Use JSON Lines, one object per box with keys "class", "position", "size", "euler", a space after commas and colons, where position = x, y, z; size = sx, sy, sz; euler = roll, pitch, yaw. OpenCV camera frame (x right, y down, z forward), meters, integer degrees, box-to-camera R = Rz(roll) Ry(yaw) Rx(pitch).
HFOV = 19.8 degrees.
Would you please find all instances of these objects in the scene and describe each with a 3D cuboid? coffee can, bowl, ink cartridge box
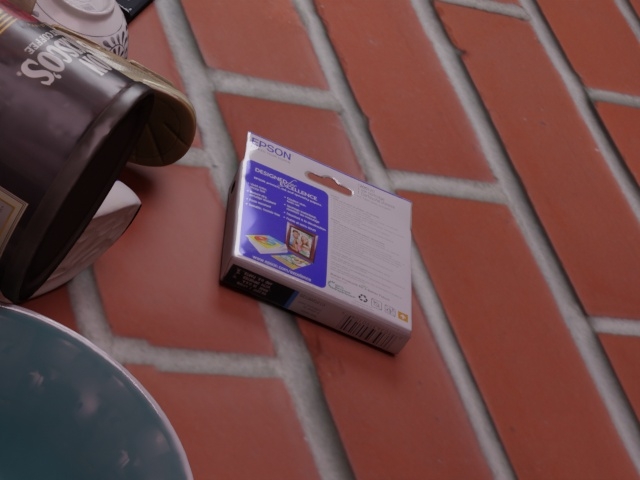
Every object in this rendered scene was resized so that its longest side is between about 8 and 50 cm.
{"class": "coffee can", "position": [-0.299, -0.106, 1.445], "size": [0.275, 0.201, 0.201], "euler": [32, 36, 0]}
{"class": "bowl", "position": [-0.265, -0.234, 1.924], "size": [0.170, 0.080, 0.170], "euler": [21, 38, -18]}
{"class": "ink cartridge box", "position": [0.000, 0.000, 1.899], "size": [0.206, 0.045, 0.208], "euler": [23, 38, -16]}
{"class": "bowl", "position": [-0.263, 0.208, 1.352], "size": [0.311, 0.163, 0.312], "euler": [22, 37, -18]}

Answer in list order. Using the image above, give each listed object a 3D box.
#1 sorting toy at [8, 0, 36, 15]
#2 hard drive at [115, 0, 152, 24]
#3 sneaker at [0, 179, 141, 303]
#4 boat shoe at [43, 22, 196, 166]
{"class": "sorting toy", "position": [-0.416, -0.321, 1.706], "size": [0.255, 0.089, 0.257], "euler": [22, -2, 26]}
{"class": "hard drive", "position": [-0.228, -0.301, 2.078], "size": [0.094, 0.022, 0.135], "euler": [35, 36, -1]}
{"class": "sneaker", "position": [-0.336, -0.055, 1.619], "size": [0.322, 0.130, 0.236], "euler": [-26, 71, -45]}
{"class": "boat shoe", "position": [-0.266, -0.162, 1.829], "size": [0.302, 0.109, 0.098], "euler": [20, 17, -7]}
